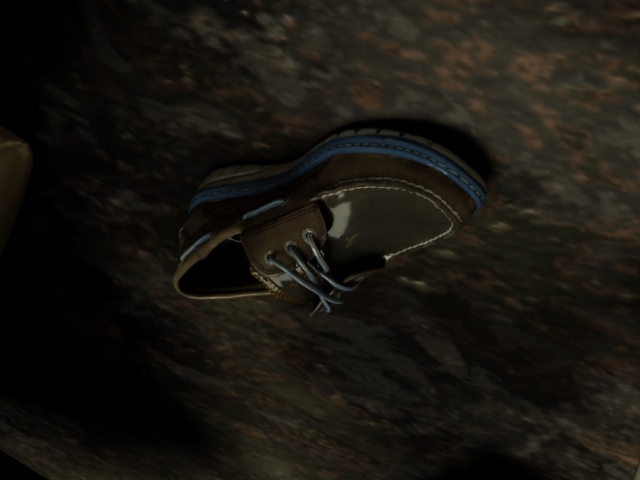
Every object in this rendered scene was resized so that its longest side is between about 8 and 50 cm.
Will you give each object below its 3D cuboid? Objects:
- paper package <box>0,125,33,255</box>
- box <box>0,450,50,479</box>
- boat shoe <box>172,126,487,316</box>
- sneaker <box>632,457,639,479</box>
[{"bbox_3d":[-0.302,-0.027,0.767,0.309,0.168,0.325,29,172,-10],"label":"paper package"},{"bbox_3d":[-0.407,0.199,0.990,0.480,0.297,0.472,28,179,19],"label":"box"},{"bbox_3d":[0.000,0.000,0.763,0.066,0.066,0.183,39,151,-26],"label":"boat shoe"},{"bbox_3d":[0.206,0.124,0.794,0.118,0.083,0.222,18,152,13],"label":"sneaker"}]
